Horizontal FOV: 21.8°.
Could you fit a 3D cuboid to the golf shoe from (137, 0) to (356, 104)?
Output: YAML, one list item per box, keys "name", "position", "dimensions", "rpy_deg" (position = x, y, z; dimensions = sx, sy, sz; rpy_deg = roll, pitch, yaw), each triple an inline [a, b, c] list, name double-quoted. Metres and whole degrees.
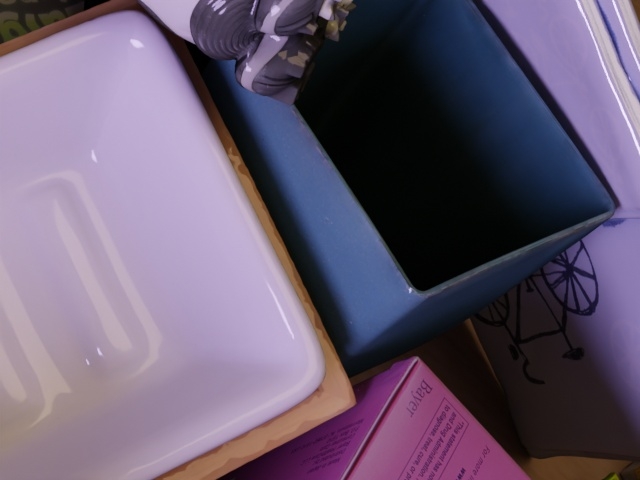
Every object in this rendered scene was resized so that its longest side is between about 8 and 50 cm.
- name: "golf shoe"
  position: [-0.008, -0.181, 0.807]
  dimensions: [0.120, 0.105, 0.273]
  rpy_deg: [28, 40, 4]

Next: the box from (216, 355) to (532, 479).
- name: "box"
  position: [0.037, 0.210, 0.862]
  dimensions: [0.243, 0.213, 0.117]
  rpy_deg: [47, 47, -14]

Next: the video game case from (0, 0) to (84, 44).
- name: "video game case"
  position: [-0.208, -0.127, 0.949]
  dimensions: [0.190, 0.022, 0.173]
  rpy_deg: [-18, 83, -44]

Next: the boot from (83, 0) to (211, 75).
- name: "boot"
  position: [0.039, -0.328, 1.034]
  dimensions: [0.146, 0.367, 0.445]
  rpy_deg: [27, 38, 23]

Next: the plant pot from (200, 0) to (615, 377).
- name: "plant pot"
  position: [0.000, 0.000, 0.907]
  dimensions: [0.165, 0.234, 0.166]
  rpy_deg: [-21, 71, -43]

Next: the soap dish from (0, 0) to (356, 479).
- name: "soap dish"
  position: [-0.161, 0.041, 0.780]
  dimensions: [0.291, 0.118, 0.229]
  rpy_deg: [-26, 86, -18]

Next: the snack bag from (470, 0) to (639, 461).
- name: "snack bag"
  position: [0.127, -0.009, 0.982]
  dimensions: [0.037, 0.323, 0.343]
  rpy_deg: [-26, 96, -22]

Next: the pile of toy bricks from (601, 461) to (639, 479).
- name: "pile of toy bricks"
  position: [0.236, 0.206, 1.106]
  dimensions: [0.212, 0.105, 0.118]
  rpy_deg: [-33, 92, -44]
